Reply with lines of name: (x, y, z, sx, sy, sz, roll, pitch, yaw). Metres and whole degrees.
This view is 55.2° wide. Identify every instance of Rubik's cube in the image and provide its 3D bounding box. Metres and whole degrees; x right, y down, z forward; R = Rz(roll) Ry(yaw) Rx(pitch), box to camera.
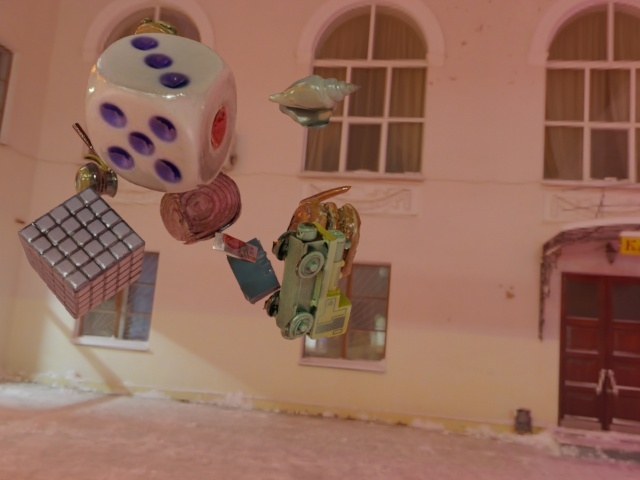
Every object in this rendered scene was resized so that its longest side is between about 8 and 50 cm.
Rubik's cube: (-0.653, 0.038, 1.694, 0.237, 0.238, 0.237, 47, -30, 6)

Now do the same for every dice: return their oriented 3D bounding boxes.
dice: (-0.396, -0.322, 1.560, 0.305, 0.276, 0.304, 15, -41, 7)

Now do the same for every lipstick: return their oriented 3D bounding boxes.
lipstick: (-0.813, -0.342, 2.143, 0.027, 0.176, 0.027, -36, -14, -11)

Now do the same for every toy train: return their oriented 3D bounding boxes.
toy train: (-0.016, 0.110, 1.692, 0.237, 0.368, 0.150, -10, 35, -33)

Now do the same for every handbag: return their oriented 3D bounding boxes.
handbag: (-0.246, 0.111, 2.253, 0.144, 0.221, 0.057, -29, -27, 5)

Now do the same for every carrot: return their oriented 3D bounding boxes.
carrot: (0.015, -0.150, 2.071, 0.190, 0.037, 0.037, -22, -14, 9)

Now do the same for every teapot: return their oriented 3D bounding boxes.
teapot: (-0.742, -0.207, 2.022, 0.119, 0.165, 0.130, 0, -21, -39)

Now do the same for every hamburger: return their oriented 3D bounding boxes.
hamburger: (0.010, 0.001, 1.863, 0.212, 0.260, 0.245, 12, -8, -14)
hamburger: (-0.621, -0.771, 2.396, 0.190, 0.122, 0.215, 3, -48, 26)

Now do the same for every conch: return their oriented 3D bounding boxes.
conch: (-0.007, -0.246, 1.066, 0.180, 0.065, 0.088, -4, -49, 31)

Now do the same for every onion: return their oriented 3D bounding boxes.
onion: (-0.400, -0.115, 2.041, 0.256, 0.272, 0.230, 3, -7, -22)

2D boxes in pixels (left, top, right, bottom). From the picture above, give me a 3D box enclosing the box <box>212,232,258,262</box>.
box: (-0.257, 0.024, 1.869, 0.040, 0.055, 0.218, 6, -10, 21)
